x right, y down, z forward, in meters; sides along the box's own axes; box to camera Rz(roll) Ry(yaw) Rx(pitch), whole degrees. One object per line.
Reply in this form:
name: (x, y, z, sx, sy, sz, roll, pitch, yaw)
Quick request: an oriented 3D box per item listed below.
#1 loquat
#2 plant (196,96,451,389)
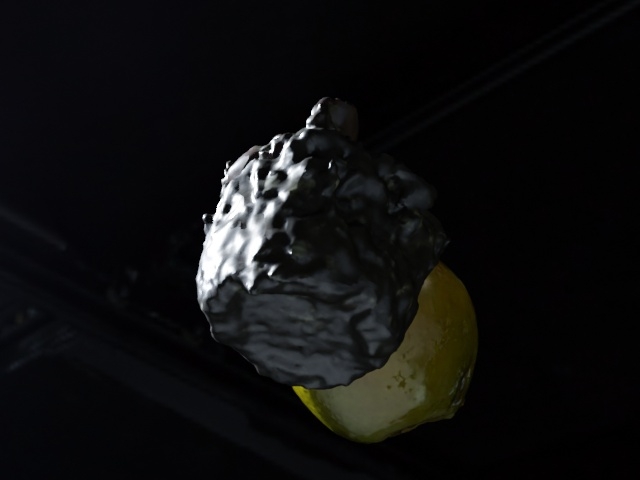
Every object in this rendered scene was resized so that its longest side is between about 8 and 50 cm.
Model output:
loquat: (0.047, 0.081, 1.242, 0.213, 0.246, 0.213, -21, -6, -2)
plant: (0.000, 0.000, 1.033, 0.178, 0.234, 0.204, 38, -48, -23)
